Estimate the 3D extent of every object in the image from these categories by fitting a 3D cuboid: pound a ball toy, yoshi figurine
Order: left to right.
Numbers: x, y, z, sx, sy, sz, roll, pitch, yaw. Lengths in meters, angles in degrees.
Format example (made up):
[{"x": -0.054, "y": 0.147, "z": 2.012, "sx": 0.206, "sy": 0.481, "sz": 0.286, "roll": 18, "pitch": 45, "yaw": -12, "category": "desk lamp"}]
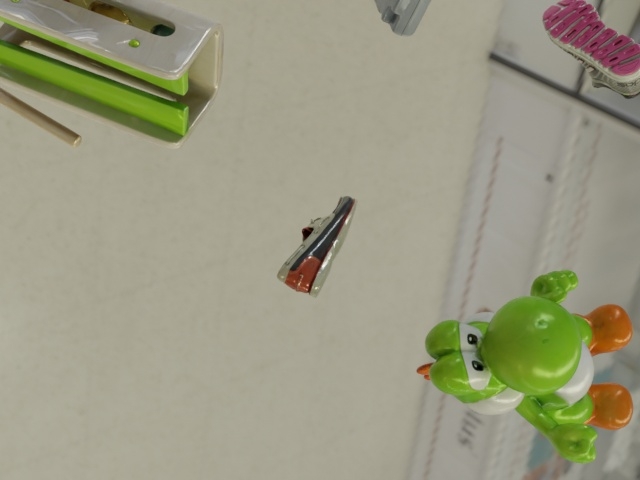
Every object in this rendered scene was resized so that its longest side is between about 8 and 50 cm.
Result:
[{"x": -0.274, "y": -0.213, "z": 1.562, "sx": 0.208, "sy": 0.319, "sz": 0.136, "roll": 96, "pitch": 19, "yaw": -53, "category": "pound a ball toy"}, {"x": 0.276, "y": 0.143, "z": 1.609, "sx": 0.362, "sy": 0.203, "sz": 0.203, "roll": 10, "pitch": 119, "yaw": -50, "category": "yoshi figurine"}]

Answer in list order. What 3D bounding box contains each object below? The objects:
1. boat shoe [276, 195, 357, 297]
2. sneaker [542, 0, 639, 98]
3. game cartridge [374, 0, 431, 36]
[{"x": 0.000, "y": 0.000, "z": 1.331, "sx": 0.049, "sy": 0.043, "sz": 0.137, "roll": 102, "pitch": 11, "yaw": -46, "category": "boat shoe"}, {"x": 0.319, "y": -0.218, "z": 1.582, "sx": 0.063, "sy": 0.170, "sz": 0.075, "roll": -38, "pitch": 137, "yaw": -5, "category": "sneaker"}, {"x": 0.114, "y": -0.418, "z": 1.739, "sx": 0.062, "sy": 0.297, "sz": 0.198, "roll": 17, "pitch": 125, "yaw": -24, "category": "game cartridge"}]
